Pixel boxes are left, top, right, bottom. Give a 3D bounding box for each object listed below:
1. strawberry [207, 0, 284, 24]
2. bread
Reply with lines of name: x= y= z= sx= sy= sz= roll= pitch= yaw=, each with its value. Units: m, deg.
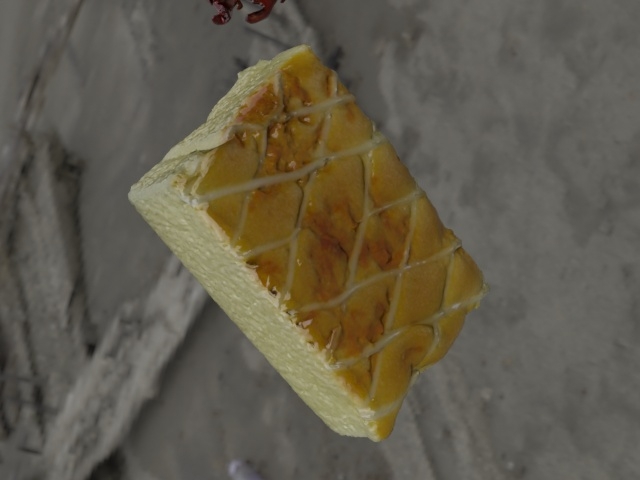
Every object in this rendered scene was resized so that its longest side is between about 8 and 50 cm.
strawberry: x=-0.025 y=-0.197 z=0.849 sx=0.145 sy=0.145 sz=0.086 roll=-33 pitch=90 yaw=45
bread: x=0.001 y=0.001 z=0.779 sx=0.068 sy=0.188 sz=0.125 roll=-11 pitch=33 yaw=52
